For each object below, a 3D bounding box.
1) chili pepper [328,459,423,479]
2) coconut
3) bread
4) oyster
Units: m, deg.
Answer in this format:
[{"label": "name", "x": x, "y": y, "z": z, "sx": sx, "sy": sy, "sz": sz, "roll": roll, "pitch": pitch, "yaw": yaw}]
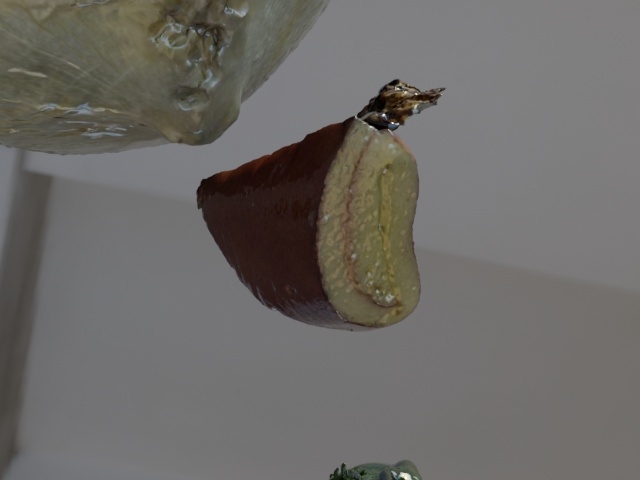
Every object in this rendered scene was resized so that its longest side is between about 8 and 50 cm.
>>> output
[{"label": "chili pepper", "x": 0.043, "y": 0.201, "z": 1.034, "sx": 0.359, "sy": 0.076, "sz": 0.085, "roll": -119, "pitch": -142, "yaw": -83}, {"label": "coconut", "x": -0.146, "y": -0.226, "z": 1.094, "sx": 0.404, "sy": 0.404, "sz": 0.405, "roll": -169, "pitch": -90, "yaw": -84}, {"label": "bread", "x": -0.001, "y": 0.000, "z": 0.912, "sx": 0.192, "sy": 0.067, "sz": 0.119, "roll": -20, "pitch": -85, "yaw": 64}, {"label": "oyster", "x": 0.036, "y": -0.073, "z": 1.003, "sx": 0.086, "sy": 0.029, "sz": 0.132, "roll": -39, "pitch": -173, "yaw": -12}]
